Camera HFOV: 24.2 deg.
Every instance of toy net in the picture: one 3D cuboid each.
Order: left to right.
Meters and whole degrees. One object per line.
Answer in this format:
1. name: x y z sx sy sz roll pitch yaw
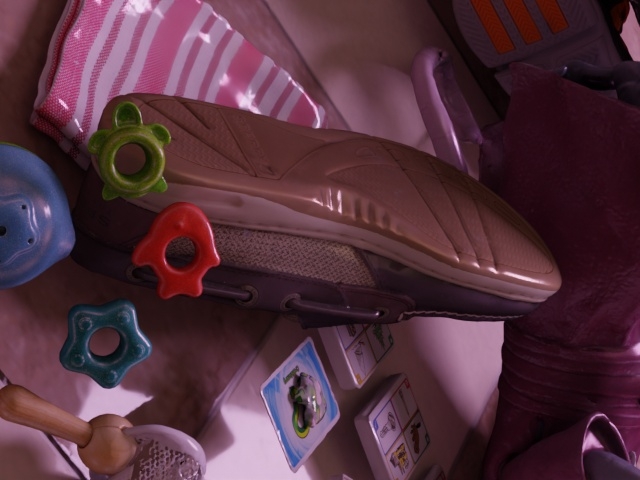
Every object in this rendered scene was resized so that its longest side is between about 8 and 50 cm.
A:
1. toy net: -0.096 0.057 0.698 0.122 0.045 0.232 -21 107 -13

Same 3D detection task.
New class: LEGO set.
1. LEGO set: 0.002 0.141 0.818 0.182 0.060 0.244 69 24 -10

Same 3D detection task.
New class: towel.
1. towel: -0.068 -0.068 0.830 0.197 0.029 0.144 40 48 -34

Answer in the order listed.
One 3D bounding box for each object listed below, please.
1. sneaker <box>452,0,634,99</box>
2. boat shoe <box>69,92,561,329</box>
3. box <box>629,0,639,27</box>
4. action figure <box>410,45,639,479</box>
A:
1. sneaker: 0.211 -0.118 1.119 0.321 0.125 0.180 64 27 -24
2. boat shoe: 0.000 0.000 0.790 0.285 0.092 0.103 12 35 -34
3. box: 0.247 -0.242 1.103 0.295 0.073 0.293 26 44 -64
4. action figure: 0.150 0.069 0.919 0.248 0.276 0.370 -3 103 -74
